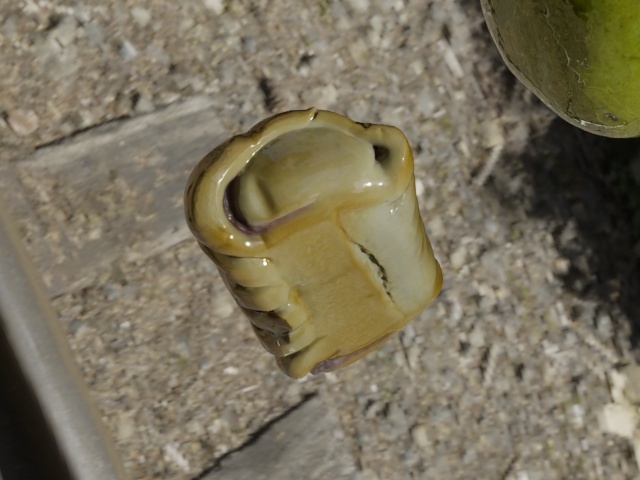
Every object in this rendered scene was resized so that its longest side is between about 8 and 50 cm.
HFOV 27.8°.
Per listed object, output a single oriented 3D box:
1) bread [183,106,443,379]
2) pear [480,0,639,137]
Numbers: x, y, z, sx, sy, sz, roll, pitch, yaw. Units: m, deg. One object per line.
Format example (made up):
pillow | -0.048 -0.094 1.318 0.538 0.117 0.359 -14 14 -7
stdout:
bread | 0.000 0.000 0.801 0.225 0.134 0.081 68 -4 -54
pear | 0.237 -0.220 0.981 0.307 0.253 0.252 61 34 -56
